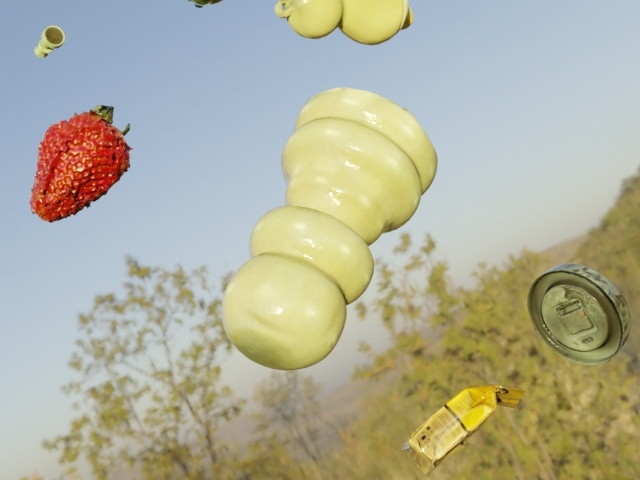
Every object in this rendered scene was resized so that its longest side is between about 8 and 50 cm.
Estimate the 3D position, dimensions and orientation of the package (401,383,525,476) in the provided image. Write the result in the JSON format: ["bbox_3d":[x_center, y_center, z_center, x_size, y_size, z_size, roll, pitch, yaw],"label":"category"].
[{"bbox_3d":[0.149,0.190,1.093,0.131,0.047,0.071,-37,-19,-12],"label":"package"}]

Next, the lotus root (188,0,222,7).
[{"bbox_3d":[-0.227,-0.521,2.010,0.186,0.186,0.186,-25,-6,-3],"label":"lotus root"}]

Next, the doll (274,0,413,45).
[{"bbox_3d":[0.040,-0.397,1.750,0.296,0.141,0.117,-11,8,-33],"label":"doll"}]

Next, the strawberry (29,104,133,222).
[{"bbox_3d":[-0.506,-0.162,2.178,0.286,0.188,0.106,-59,13,-6],"label":"strawberry"}]

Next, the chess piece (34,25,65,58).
[{"bbox_3d":[-0.509,-0.365,1.934,0.042,0.042,0.093,-21,-1,-33],"label":"chess piece"}]

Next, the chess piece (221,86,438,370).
[{"bbox_3d":[0.000,0.000,1.171,0.182,0.182,0.330,-33,25,52],"label":"chess piece"}]

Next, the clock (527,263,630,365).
[{"bbox_3d":[0.516,0.147,2.070,0.042,0.215,0.215,-32,-1,-39],"label":"clock"}]
